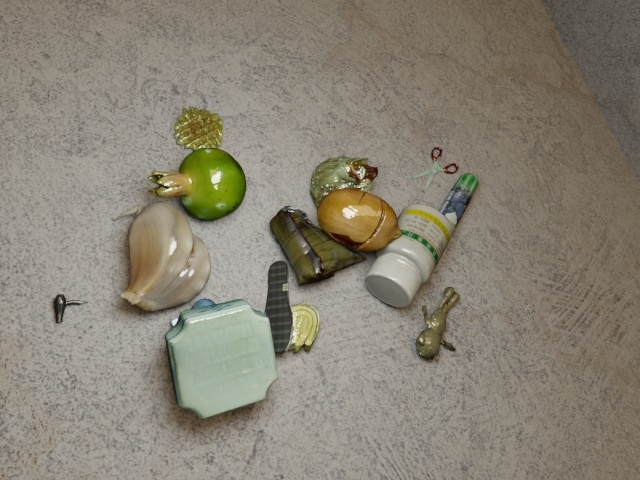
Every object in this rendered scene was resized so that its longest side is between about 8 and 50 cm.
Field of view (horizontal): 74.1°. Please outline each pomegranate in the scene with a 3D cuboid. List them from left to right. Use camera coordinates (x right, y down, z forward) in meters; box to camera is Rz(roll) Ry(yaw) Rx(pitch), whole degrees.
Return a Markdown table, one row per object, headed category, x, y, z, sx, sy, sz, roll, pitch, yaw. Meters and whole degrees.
| category | x | y | z | sx | sy | sz | roll | pitch | yaw |
| --- | --- | --- | --- | --- | --- | --- | --- | --- | --- |
| pomegranate | -0.382 | -0.180 | 1.339 | 0.301 | 0.236 | 0.236 | -3 | 66 | -50 |

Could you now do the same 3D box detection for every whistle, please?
| category | x | y | z | sx | sy | sz | roll | pitch | yaw |
| --- | --- | --- | --- | --- | --- | --- | --- | --- | --- |
| whistle | -0.364 | 0.224 | 1.265 | 0.157 | 0.090 | 0.090 | -24 | 77 | -27 |

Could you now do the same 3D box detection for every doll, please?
| category | x | y | z | sx | sy | sz | roll | pitch | yaw |
| --- | --- | --- | --- | --- | --- | --- | --- | --- | --- |
| doll | 0.416 | 0.285 | 1.518 | 0.202 | 0.091 | 0.286 | 31 | 68 | -43 |

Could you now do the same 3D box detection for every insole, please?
| category | x | y | z | sx | sy | sz | roll | pitch | yaw |
| --- | --- | --- | --- | --- | --- | --- | --- | --- | --- |
| insole | -0.134 | 0.207 | 1.357 | 0.110 | 0.012 | 0.310 | -12 | 62 | 22 |

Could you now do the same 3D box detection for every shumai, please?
| category | x | y | z | sx | sy | sz | roll | pitch | yaw |
| --- | --- | --- | --- | --- | --- | --- | --- | --- | --- |
| shumai | 0.088 | -0.212 | 1.543 | 0.189 | 0.218 | 0.256 | -12 | 73 | -37 |

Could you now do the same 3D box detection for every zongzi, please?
| category | x | y | z | sx | sy | sz | roll | pitch | yaw |
| --- | --- | --- | --- | --- | --- | --- | --- | --- | --- |
| zongzi | 0.000 | 0.000 | 1.479 | 0.300 | 0.138 | 0.286 | -14 | 65 | -39 |

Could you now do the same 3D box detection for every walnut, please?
| category | x | y | z | sx | sy | sz | roll | pitch | yaw |
| --- | --- | --- | --- | --- | --- | --- | --- | --- | --- |
| walnut | 0.135 | -0.072 | 1.414 | 0.297 | 0.203 | 0.203 | 15 | 63 | -5 |

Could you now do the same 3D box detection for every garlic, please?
| category | x | y | z | sx | sy | sz | roll | pitch | yaw |
| --- | --- | --- | --- | --- | --- | --- | --- | --- | --- |
| garlic | -0.461 | 0.032 | 1.286 | 0.231 | 0.245 | 0.340 | 32 | 28 | -55 |

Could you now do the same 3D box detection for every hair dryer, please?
| category | x | y | z | sx | sy | sz | roll | pitch | yaw |
| --- | --- | --- | --- | --- | --- | --- | --- | --- | --- |
| hair dryer | -0.703 | 0.189 | 1.195 | 0.083 | 0.031 | 0.079 | 0 | 78 | -28 |

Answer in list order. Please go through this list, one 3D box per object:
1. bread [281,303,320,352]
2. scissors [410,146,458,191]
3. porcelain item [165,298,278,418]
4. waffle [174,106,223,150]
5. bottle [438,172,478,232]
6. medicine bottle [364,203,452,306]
| category | x | y | z | sx | sy | sz | roll | pitch | yaw |
| --- | --- | --- | --- | --- | --- | --- | --- | --- | --- |
| bread | -0.066 | 0.280 | 1.359 | 0.117 | 0.064 | 0.156 | 19 | 64 | -6 |
| scissors | 0.489 | -0.302 | 1.837 | 0.144 | 0.017 | 0.247 | 47 | 63 | 5 |
| porcelain item | -0.273 | 0.318 | 1.181 | 0.285 | 0.157 | 0.282 | -12 | 94 | -23 |
| waffle | -0.439 | -0.402 | 1.535 | 0.169 | 0.036 | 0.184 | 8 | 65 | -15 |
| bottle | 0.556 | -0.145 | 1.748 | 0.093 | 0.093 | 0.330 | 38 | 60 | -1 |
| medicine bottle | 0.312 | 0.053 | 1.510 | 0.208 | 0.208 | 0.340 | 37 | 61 | -2 |
